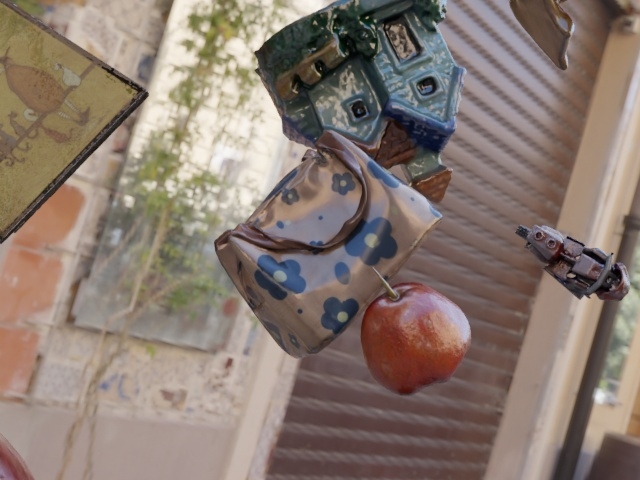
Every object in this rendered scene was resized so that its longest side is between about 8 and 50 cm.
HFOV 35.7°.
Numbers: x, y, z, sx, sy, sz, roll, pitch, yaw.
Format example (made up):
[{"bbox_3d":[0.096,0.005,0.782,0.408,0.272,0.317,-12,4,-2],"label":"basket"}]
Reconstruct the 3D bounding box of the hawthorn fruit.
[{"bbox_3d":[0.104,0.103,1.097,0.125,0.140,0.125,3,33,-2],"label":"hawthorn fruit"}]

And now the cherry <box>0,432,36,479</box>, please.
[{"bbox_3d":[-0.298,0.243,0.703,0.221,0.307,0.261,-22,-20,-39],"label":"cherry"}]

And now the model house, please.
[{"bbox_3d":[0.091,-0.201,1.583,0.295,0.329,0.252,-22,-4,-9],"label":"model house"}]

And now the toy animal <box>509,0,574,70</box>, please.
[{"bbox_3d":[0.150,-0.152,0.409,0.188,0.179,0.089,-121,-173,-63],"label":"toy animal"}]

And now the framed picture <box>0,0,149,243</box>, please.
[{"bbox_3d":[-0.410,-0.169,1.267,0.338,0.255,0.014,34,-15,31],"label":"framed picture"}]

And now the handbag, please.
[{"bbox_3d":[0.000,0.000,1.258,0.193,0.251,0.190,45,-15,-2],"label":"handbag"}]

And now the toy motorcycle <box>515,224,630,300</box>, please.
[{"bbox_3d":[0.412,0.040,1.604,0.213,0.082,0.122,32,-4,-6],"label":"toy motorcycle"}]
